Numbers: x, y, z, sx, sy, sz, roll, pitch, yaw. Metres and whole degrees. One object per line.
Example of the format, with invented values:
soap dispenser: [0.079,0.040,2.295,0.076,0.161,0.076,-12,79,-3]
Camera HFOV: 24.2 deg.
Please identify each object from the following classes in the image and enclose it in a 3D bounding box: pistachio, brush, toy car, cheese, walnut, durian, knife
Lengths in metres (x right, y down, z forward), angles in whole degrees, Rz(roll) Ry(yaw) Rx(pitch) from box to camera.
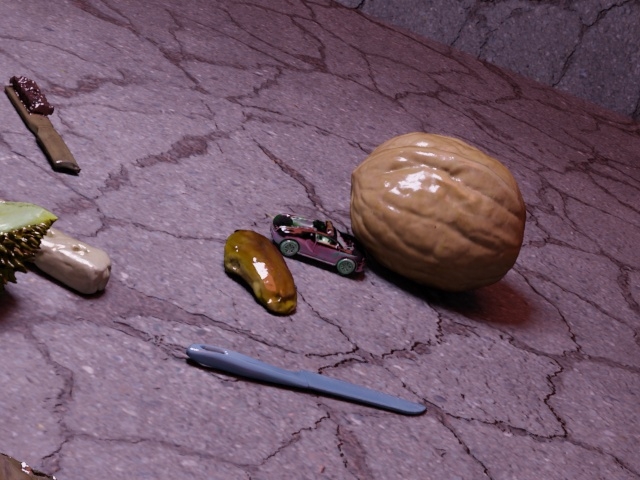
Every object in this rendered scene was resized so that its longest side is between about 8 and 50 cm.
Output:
pistachio: [-0.077,0.029,1.888,0.089,0.049,0.173,12,24,-29]
brush: [-0.379,-0.163,2.043,0.043,0.036,0.248,6,27,-31]
toy car: [0.000,0.000,2.034,0.142,0.055,0.069,18,25,-13]
cheese: [-0.325,0.000,1.698,0.194,0.043,0.065,29,26,8]
walnut: [0.162,-0.041,2.107,0.261,0.225,0.225,24,21,-3]
durian: [-0.376,0.017,1.527,0.220,0.137,0.095,6,61,-51]
knife: [-0.011,0.159,1.696,0.313,0.019,0.044,18,19,-23]

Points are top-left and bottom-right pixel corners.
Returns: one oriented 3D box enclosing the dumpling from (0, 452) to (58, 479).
dumpling: [-0.358,0.154,1.233,0.332,0.086,0.166,16,24,-32]
